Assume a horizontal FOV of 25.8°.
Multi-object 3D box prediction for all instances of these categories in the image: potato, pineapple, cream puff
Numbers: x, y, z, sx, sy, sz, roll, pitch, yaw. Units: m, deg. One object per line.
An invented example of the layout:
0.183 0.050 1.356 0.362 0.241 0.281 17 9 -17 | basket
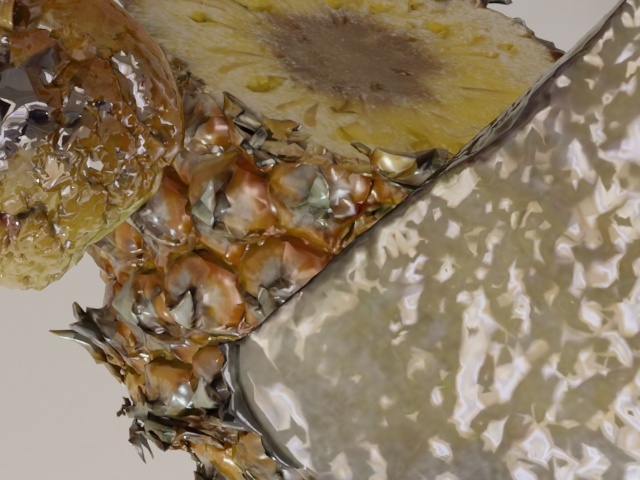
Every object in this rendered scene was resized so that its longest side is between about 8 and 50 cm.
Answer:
0.094 0.009 0.485 0.138 0.243 0.098 48 -171 4 | potato
0.003 0.001 0.858 0.352 0.352 0.300 22 118 26 | pineapple
-0.121 -0.045 0.587 0.119 0.133 0.104 24 172 -24 | cream puff
